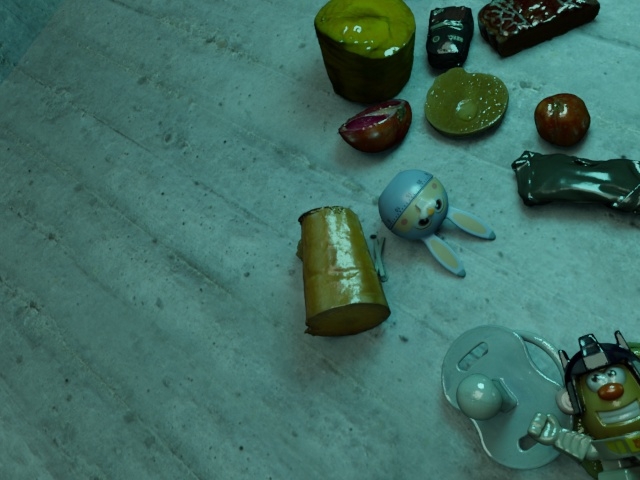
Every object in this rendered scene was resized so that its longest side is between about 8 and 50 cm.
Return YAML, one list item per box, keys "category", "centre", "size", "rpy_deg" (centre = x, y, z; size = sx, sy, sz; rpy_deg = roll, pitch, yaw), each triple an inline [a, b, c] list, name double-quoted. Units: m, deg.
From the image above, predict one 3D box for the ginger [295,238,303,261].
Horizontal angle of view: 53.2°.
- category: "ginger"
  centre: [-0.008, 0.000, 1.567]
  size: [0.096, 0.067, 0.165]
  rpy_deg: [2, 63, 20]

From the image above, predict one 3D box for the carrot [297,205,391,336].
- category: "carrot"
  centre: [0.039, 0.070, 1.442]
  size: [0.196, 0.196, 0.254]
  rpy_deg: [-18, 64, 17]

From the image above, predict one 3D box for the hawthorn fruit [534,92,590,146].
- category: "hawthorn fruit"
  centre: [0.529, -0.268, 1.404]
  size: [0.128, 0.128, 0.128]
  rpy_deg: [-9, 66, 21]

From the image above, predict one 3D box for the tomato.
- category: "tomato"
  centre: [0.143, -0.275, 1.599]
  size: [0.173, 0.099, 0.189]
  rpy_deg: [-7, 26, 38]

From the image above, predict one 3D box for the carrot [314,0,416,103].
- category: "carrot"
  centre: [0.115, -0.492, 1.585]
  size: [0.242, 0.340, 0.241]
  rpy_deg: [-2, 74, 7]

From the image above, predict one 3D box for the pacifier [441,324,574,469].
- category: "pacifier"
  centre: [0.337, 0.285, 1.193]
  size: [0.238, 0.226, 0.287]
  rpy_deg: [-46, 60, 24]

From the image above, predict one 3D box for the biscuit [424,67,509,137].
- category: "biscuit"
  centre: [0.353, -0.327, 1.546]
  size: [0.208, 0.049, 0.181]
  rpy_deg: [20, 79, 31]

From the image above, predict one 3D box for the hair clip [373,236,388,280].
- category: "hair clip"
  centre: [0.141, 0.044, 1.505]
  size: [0.030, 0.039, 0.115]
  rpy_deg: [-11, 55, 19]

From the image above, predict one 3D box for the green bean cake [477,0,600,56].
- category: "green bean cake"
  centre: [0.512, -0.543, 1.536]
  size: [0.233, 0.097, 0.198]
  rpy_deg: [-33, 60, 8]

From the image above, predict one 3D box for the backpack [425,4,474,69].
- category: "backpack"
  centre: [0.323, -0.513, 1.602]
  size: [0.120, 0.106, 0.165]
  rpy_deg: [-2, 60, 18]

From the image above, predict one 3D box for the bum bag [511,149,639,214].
- category: "bum bag"
  centre: [0.562, -0.118, 1.353]
  size: [0.326, 0.079, 0.142]
  rpy_deg: [12, 67, 31]

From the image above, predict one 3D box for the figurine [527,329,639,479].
- category: "figurine"
  centre: [0.506, 0.300, 1.080]
  size: [0.309, 0.143, 0.308]
  rpy_deg: [0, 67, -1]

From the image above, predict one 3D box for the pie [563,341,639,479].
- category: "pie"
  centre: [0.581, 0.321, 1.165]
  size: [0.277, 0.078, 0.277]
  rpy_deg: [-8, 71, 24]

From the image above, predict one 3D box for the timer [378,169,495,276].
- category: "timer"
  centre: [0.242, -0.055, 1.421]
  size: [0.255, 0.175, 0.175]
  rpy_deg: [40, 89, 31]
